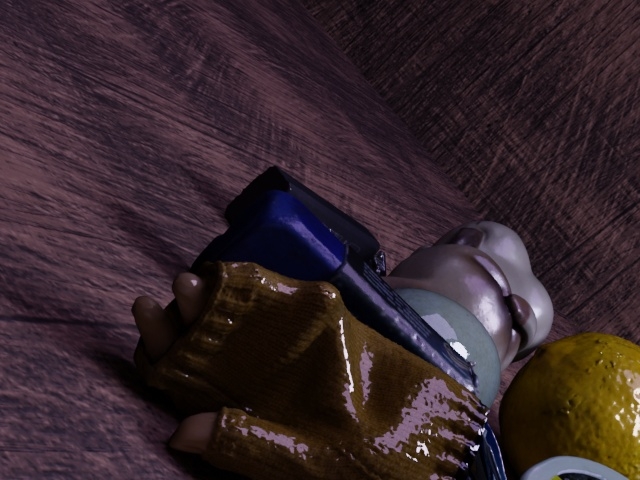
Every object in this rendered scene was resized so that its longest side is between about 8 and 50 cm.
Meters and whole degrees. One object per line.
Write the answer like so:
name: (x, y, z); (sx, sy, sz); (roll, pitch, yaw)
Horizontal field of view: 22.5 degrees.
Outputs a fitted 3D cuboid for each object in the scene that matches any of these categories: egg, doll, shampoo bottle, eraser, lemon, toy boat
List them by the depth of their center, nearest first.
eraser: (0.020, 0.101, 1.790); (0.332, 0.155, 0.101); (44, 13, -13)
toy boat: (0.190, 0.263, 1.790); (0.291, 0.067, 0.220); (97, -19, -73)
egg: (0.123, 0.147, 1.969); (0.236, 0.169, 0.169); (27, 22, -42)
shampoo bottle: (0.000, 0.001, 2.193); (0.309, 0.098, 0.071); (34, 13, -50)
doll: (0.202, 0.095, 2.272); (0.370, 0.226, 0.215); (-34, 110, -76)
lemon: (0.394, 0.269, 2.319); (0.293, 0.293, 0.293); (45, 12, -12)

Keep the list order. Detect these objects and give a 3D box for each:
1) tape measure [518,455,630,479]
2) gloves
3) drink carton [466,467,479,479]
tape measure: (0.284, 0.381, 1.932); (0.351, 0.098, 0.215); (-14, 46, -45)
gloves: (-0.017, 0.142, 1.457); (0.356, 0.203, 0.155); (32, -24, -19)
drink carton: (0.067, 0.236, 1.662); (0.222, 0.102, 0.134); (35, 19, -40)
